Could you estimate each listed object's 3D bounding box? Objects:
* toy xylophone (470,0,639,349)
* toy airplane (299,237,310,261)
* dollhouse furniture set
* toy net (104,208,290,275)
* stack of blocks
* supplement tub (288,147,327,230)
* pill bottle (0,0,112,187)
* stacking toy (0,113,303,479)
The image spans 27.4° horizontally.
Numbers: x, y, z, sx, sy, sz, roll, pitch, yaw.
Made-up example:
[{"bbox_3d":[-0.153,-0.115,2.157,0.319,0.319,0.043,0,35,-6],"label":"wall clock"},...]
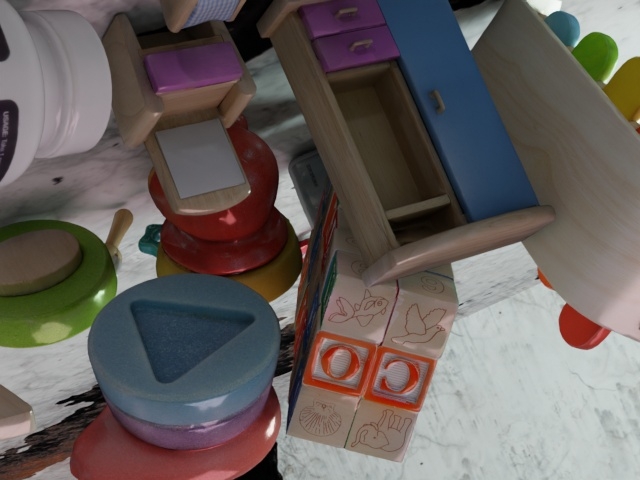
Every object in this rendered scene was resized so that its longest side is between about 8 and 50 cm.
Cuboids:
[{"bbox_3d":[0.199,-0.087,0.939,0.081,0.322,0.236,14,131,-34],"label":"toy xylophone"},{"bbox_3d":[0.000,0.000,1.524,0.151,0.028,0.151,-23,169,-5],"label":"toy airplane"},{"bbox_3d":[0.070,-0.118,0.752,0.286,0.198,0.303,-16,165,-30],"label":"dollhouse furniture set"},{"bbox_3d":[-0.145,0.017,1.122,0.232,0.122,0.045,-26,136,-27],"label":"toy net"},{"bbox_3d":[0.041,0.015,1.007,0.087,0.171,0.297,14,-158,-4],"label":"stack of blocks"},{"bbox_3d":[0.076,-0.056,1.212,0.190,0.117,0.117,-24,168,1],"label":"supplement tub"},{"bbox_3d":[-0.208,-0.073,0.659,0.194,0.108,0.108,-11,163,-41],"label":"pill bottle"},{"bbox_3d":[-0.155,0.030,0.966,0.280,0.309,0.130,0,128,1],"label":"stacking toy"}]
